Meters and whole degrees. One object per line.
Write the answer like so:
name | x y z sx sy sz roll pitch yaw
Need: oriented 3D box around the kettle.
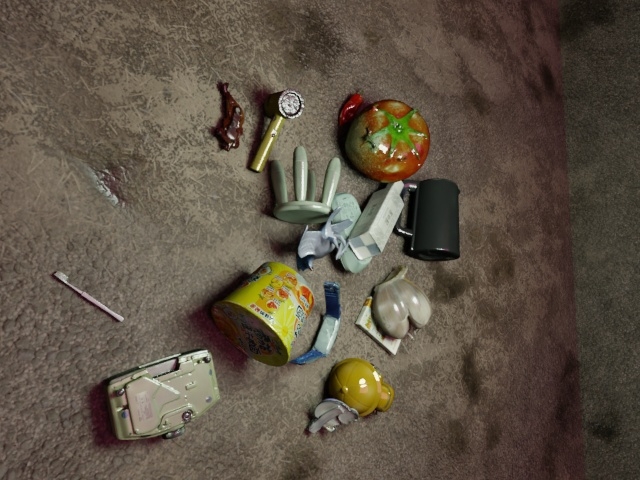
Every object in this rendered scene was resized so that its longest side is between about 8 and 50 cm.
kettle | 0.440 -0.083 1.779 0.203 0.262 0.308 42 51 -67

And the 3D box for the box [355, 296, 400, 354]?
box | 0.231 0.325 1.640 0.220 0.032 0.122 43 59 -25

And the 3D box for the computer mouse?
computer mouse | 0.093 -0.025 1.535 0.159 0.097 0.289 -20 91 -52

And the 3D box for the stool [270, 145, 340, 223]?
stool | -0.048 -0.168 1.383 0.195 0.195 0.199 11 77 -36

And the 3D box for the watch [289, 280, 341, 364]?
watch | -0.002 0.302 1.339 0.275 0.068 0.276 88 25 -57

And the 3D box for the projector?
projector | -0.398 0.408 1.118 0.269 0.088 0.194 -11 89 -38

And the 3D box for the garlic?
garlic | 0.308 0.250 1.636 0.210 0.237 0.292 -23 85 7

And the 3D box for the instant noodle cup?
instant noodle cup | -0.148 0.200 1.240 0.264 0.264 0.200 54 50 -19

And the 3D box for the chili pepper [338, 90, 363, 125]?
chili pepper | 0.120 -0.508 1.639 0.059 0.050 0.191 47 66 -42

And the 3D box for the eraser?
eraser | 0.220 -0.092 1.568 0.098 0.096 0.404 56 40 -20

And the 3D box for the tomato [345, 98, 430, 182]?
tomato | 0.242 -0.353 1.585 0.303 0.239 0.304 4 72 -13

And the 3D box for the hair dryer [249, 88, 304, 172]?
hair dryer | -0.160 -0.348 1.381 0.090 0.135 0.279 26 87 -33

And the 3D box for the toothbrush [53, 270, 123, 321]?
toothbrush | -0.569 0.141 1.064 0.194 0.014 0.017 47 59 -23

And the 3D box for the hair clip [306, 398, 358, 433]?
hair clip | 0.032 0.564 1.383 0.116 0.172 0.049 45 22 -14

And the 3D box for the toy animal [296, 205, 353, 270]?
toy animal | 0.000 0.000 1.365 0.239 0.176 0.256 -18 124 -57

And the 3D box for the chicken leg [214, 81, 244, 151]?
chicken leg | -0.275 -0.375 1.325 0.089 0.048 0.219 12 78 -39

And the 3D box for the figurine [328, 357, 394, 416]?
figurine | 0.149 0.509 1.469 0.256 0.167 0.192 26 82 -32
